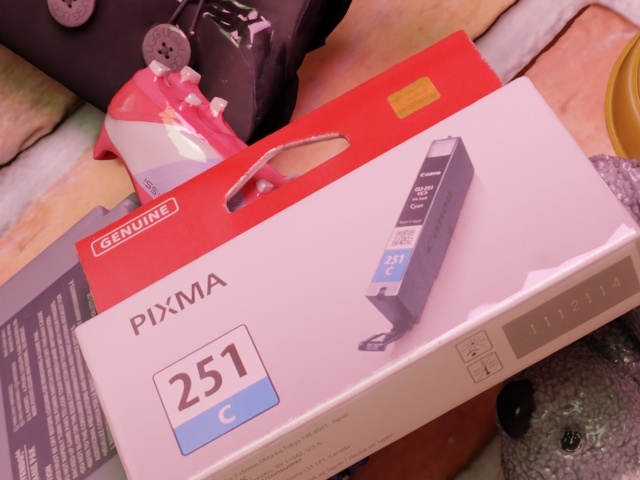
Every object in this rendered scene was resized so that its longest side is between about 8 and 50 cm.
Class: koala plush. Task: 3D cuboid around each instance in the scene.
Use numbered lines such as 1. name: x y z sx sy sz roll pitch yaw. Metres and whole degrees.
1. koala plush: 0.169 0.090 0.956 0.196 0.203 0.221 -17 62 42

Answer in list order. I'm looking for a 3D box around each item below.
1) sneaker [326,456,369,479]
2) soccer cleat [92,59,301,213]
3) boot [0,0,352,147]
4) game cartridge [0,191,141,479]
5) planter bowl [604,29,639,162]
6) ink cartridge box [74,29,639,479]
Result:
1. sneaker: -0.016 0.126 1.005 0.131 0.112 0.296 5 62 14
2. soccer cleat: -0.063 -0.019 1.032 0.248 0.083 0.095 48 115 24
3. boot: -0.236 -0.162 1.186 0.445 0.367 0.146 28 26 2
4. game cartridge: -0.163 0.110 1.001 0.198 0.062 0.297 -42 35 14
5. planter bowl: 0.313 -0.123 1.097 0.217 0.090 0.217 -5 59 9
6. ink cartridge box: 0.000 0.000 0.876 0.296 0.066 0.261 -29 48 1
